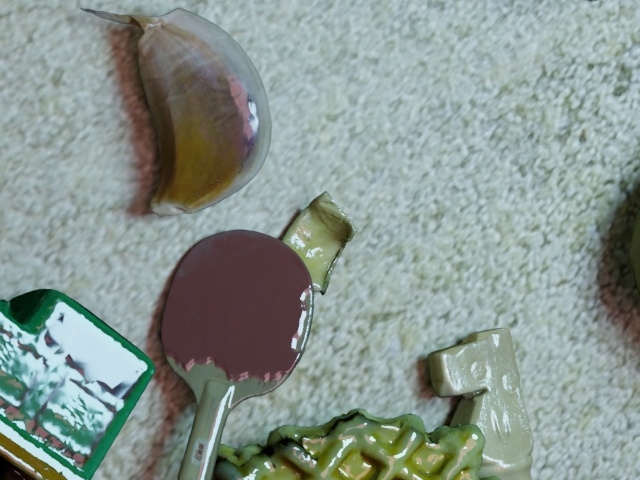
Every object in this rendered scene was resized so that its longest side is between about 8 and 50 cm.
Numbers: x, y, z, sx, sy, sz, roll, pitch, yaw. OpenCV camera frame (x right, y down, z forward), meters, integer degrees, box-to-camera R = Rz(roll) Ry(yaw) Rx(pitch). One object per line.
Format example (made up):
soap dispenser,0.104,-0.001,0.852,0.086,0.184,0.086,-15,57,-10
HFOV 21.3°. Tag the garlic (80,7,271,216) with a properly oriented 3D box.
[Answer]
garlic,-0.115,-0.127,1.474,0.128,0.090,0.198,-20,104,-6

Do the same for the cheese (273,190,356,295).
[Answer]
cheese,0.001,-0.001,1.543,0.060,0.041,0.084,32,101,-12

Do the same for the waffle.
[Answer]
waffle,0.027,0.298,1.531,0.317,0.073,0.297,-6,95,-6

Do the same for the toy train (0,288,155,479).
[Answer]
toy train,-0.312,0.117,1.367,0.429,0.178,0.249,39,70,-18

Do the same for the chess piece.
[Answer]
chess piece,0.157,0.186,1.597,0.090,0.090,0.200,-10,89,-20

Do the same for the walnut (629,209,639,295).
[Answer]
walnut,0.434,0.001,1.609,0.282,0.227,0.283,3,78,-15

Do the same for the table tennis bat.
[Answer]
table tennis bat,-0.082,0.103,1.493,0.131,0.022,0.234,13,76,3
